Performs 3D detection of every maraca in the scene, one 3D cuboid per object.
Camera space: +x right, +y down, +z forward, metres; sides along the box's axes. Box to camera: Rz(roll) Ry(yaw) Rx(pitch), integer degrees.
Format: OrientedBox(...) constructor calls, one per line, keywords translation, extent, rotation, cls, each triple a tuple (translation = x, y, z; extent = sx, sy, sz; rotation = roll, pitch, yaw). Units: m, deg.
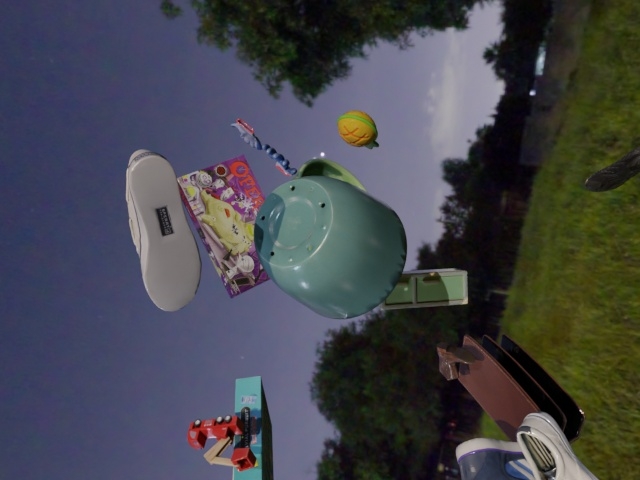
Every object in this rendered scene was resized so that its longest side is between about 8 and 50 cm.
OrientedBox(translation=(0.116, -0.328, 1.766), extent=(0.099, 0.127, 0.185), rotation=(-68, -22, -14), cls="maraca")

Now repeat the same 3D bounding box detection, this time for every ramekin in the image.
OrientedBox(translation=(0.011, -0.058, 1.586), extent=(0.303, 0.148, 0.303), rotation=(28, -135, -31), cls="ramekin")

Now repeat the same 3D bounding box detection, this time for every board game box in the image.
OrientedBox(translation=(-0.186, 0.598, 1.636), extent=(0.336, 0.079, 0.253), rotation=(-99, 3, -51), cls="board game box")
OrientedBox(translation=(-0.224, -0.042, 1.571), extent=(0.208, 0.056, 0.346), rotation=(-26, -92, -32), cls="board game box")

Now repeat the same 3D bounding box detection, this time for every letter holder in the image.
OrientedBox(translation=(0.507, 0.366, 1.481), extent=(0.152, 0.302, 0.214), rotation=(-22, -47, -16), cls="letter holder")

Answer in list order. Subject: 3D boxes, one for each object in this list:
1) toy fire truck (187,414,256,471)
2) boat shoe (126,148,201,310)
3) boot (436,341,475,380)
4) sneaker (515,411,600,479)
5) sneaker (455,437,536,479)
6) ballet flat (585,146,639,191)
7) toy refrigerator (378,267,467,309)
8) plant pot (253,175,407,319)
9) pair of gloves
OrientedBox(translation=(-0.246, 0.501, 1.431), extent=(0.135, 0.192, 0.047), rotation=(-82, -25, -51), cls="toy fire truck")
OrientedBox(translation=(-0.262, -0.016, 0.940), extent=(0.096, 0.088, 0.267), rotation=(-19, -62, -20), cls="boat shoe")
OrientedBox(translation=(0.336, 0.310, 1.433), extent=(0.037, 0.106, 0.114), rotation=(-37, -49, -31), cls="boot")
OrientedBox(translation=(0.448, 0.448, 1.074), extent=(0.091, 0.258, 0.094), rotation=(-15, -29, -41), cls="sneaker")
OrientedBox(translation=(0.447, 0.564, 1.252), extent=(0.130, 0.323, 0.236), rotation=(-56, 30, 36), cls="sneaker")
OrientedBox(translation=(0.703, -0.163, 1.373), extent=(0.173, 0.057, 0.049), rotation=(-38, 16, 53), cls="ballet flat")
OrientedBox(translation=(0.302, 0.145, 1.754), extent=(0.094, 0.270, 0.102), rotation=(-159, 67, -80), cls="toy refrigerator")
OrientedBox(translation=(0.000, 0.000, 1.214), extent=(0.235, 0.293, 0.292), rotation=(30, -110, -55), cls="plant pot")
OrientedBox(translation=(-0.132, -0.211, 1.336), extent=(0.023, 0.198, 0.159), rotation=(-50, -2, -4), cls="pair of gloves")
